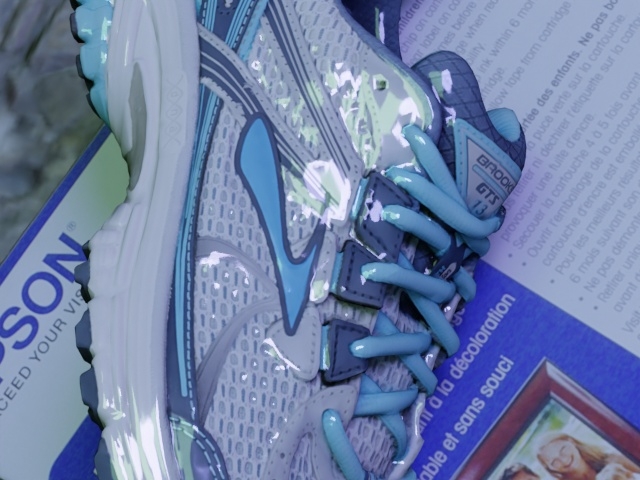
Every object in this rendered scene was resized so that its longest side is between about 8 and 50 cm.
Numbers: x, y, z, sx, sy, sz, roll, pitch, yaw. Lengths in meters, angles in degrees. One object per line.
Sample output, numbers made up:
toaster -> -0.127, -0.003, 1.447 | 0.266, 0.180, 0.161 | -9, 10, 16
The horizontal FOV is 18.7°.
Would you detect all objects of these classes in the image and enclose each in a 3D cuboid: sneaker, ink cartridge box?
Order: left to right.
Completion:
sneaker -> 0.000, 0.000, 0.562 | 0.122, 0.110, 0.283 | -15, 66, 13
ink cartridge box -> 0.065, 0.018, 0.627 | 0.307, 0.072, 0.304 | 34, 86, 31
